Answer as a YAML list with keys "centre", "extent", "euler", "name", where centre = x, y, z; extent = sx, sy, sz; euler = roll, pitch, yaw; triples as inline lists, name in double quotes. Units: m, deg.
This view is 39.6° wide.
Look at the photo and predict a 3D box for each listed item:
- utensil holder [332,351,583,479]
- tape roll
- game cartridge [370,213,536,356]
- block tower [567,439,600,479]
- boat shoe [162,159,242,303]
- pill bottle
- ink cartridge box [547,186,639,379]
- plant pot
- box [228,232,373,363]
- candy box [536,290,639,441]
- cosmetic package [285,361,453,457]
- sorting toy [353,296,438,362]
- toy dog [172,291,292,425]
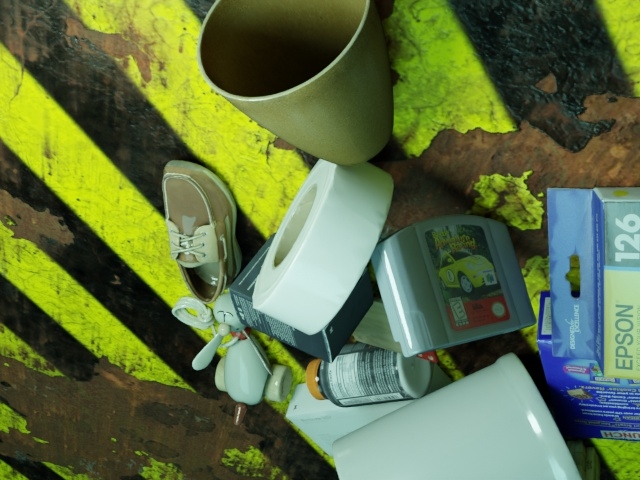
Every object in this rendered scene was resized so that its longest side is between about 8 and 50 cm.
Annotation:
- centre: [0.255, 0.436, 1.653]
  extent: [0.385, 0.328, 0.328]
  euler: [-25, 132, 2]
  name: "utensil holder"
- centre: [0.000, 0.000, 1.379]
  extent: [0.100, 0.286, 0.286]
  euler: [26, 142, -12]
  name: "tape roll"
- centre: [0.207, 0.059, 1.357]
  extent: [0.294, 0.196, 0.060]
  euler: [-7, 163, -42]
  name: "game cartridge"
- centre: [0.440, 0.505, 1.976]
  extent: [0.335, 0.097, 0.091]
  euler: [-9, 135, 28]
  name: "block tower"
- centre: [-0.214, -0.006, 1.593]
  extent: [0.123, 0.116, 0.324]
  euler: [4, 140, 17]
  name: "boat shoe"
- centre: [0.089, 0.267, 1.795]
  extent: [0.245, 0.130, 0.130]
  euler: [-14, 132, 35]
  name: "pill bottle"
- centre: [0.500, 0.070, 1.343]
  extent: [0.307, 0.072, 0.304]
  euler: [0, 113, 20]
  name: "ink cartridge box"
- centre: [0.003, -0.214, 1.190]
  extent: [0.237, 0.237, 0.254]
  euler: [-4, 151, 26]
  name: "plant pot"
- centre: [-0.032, 0.099, 1.580]
  extent: [0.207, 0.153, 0.108]
  euler: [22, 146, 27]
  name: "box"
- centre: [0.538, 0.228, 1.571]
  extent: [0.268, 0.122, 0.317]
  euler: [-1, 137, 23]
  name: "candy box"
- centre: [0.157, 0.406, 1.964]
  extent: [0.377, 0.097, 0.284]
  euler: [-15, 133, 35]
  name: "cosmetic package"
- centre: [0.116, 0.144, 1.671]
  extent: [0.274, 0.046, 0.132]
  euler: [12, 137, 41]
  name: "sorting toy"
- centre: [-0.179, 0.266, 1.877]
  extent: [0.220, 0.161, 0.334]
  euler: [-10, 134, 31]
  name: "toy dog"
